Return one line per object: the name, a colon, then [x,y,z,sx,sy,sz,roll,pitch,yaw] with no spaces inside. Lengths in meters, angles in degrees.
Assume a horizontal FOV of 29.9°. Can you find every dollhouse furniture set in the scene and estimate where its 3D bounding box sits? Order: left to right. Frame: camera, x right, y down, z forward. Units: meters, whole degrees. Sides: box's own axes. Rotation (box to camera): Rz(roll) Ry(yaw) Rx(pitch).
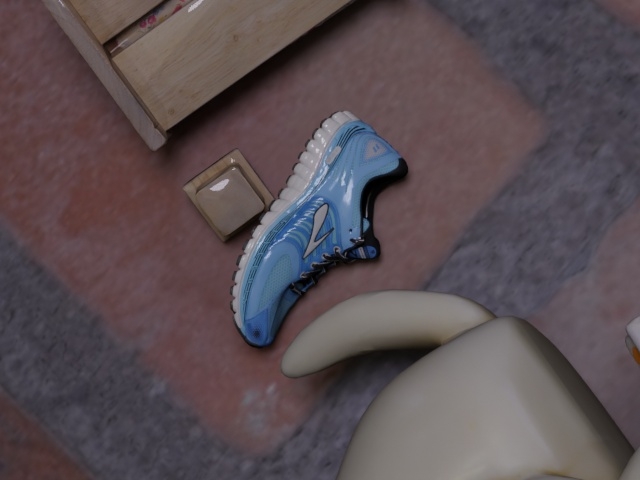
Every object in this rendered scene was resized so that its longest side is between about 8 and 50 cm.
dollhouse furniture set: [-0.042,-0.237,0.807,0.303,0.174,0.355,-33,102,5]

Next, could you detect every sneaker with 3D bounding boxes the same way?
sneaker: [0.000,0.000,0.762,0.073,0.063,0.162,30,91,11]

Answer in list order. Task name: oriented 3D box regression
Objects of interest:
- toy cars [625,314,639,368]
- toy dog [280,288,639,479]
toy cars: [0.280,-0.018,0.633,0.176,0.087,0.394,27,60,7]
toy dog: [0.043,0.260,0.612,0.395,0.284,0.408,43,95,14]
